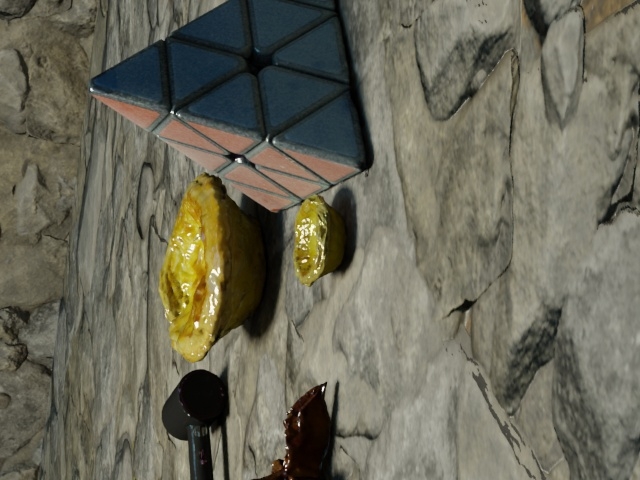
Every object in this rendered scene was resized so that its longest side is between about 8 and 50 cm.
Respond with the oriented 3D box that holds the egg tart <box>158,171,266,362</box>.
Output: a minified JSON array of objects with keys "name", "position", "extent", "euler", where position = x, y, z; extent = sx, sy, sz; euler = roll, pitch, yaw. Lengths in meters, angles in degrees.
[{"name":"egg tart","position":[-0.129,0.035,1.863],"extent":[0.241,0.106,0.241],"euler":[-175,90,-71]}]

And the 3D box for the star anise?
[{"name":"star anise","position":[-0.058,0.238,1.558],"extent":[0.158,0.144,0.140],"euler":[113,162,-50]}]

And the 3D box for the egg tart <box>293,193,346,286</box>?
[{"name":"egg tart","position":[0.000,0.000,1.562],"extent":[0.105,0.039,0.105],"euler":[-178,90,-73]}]

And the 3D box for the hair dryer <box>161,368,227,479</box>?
[{"name":"hair dryer","position":[-0.158,0.304,1.989],"extent":[0.114,0.071,0.248],"euler":[128,138,-60]}]

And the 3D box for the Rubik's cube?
[{"name":"Rubik's cube","position":[-0.061,-0.144,1.613],"extent":[0.233,0.229,0.228],"euler":[58,-154,-4]}]
